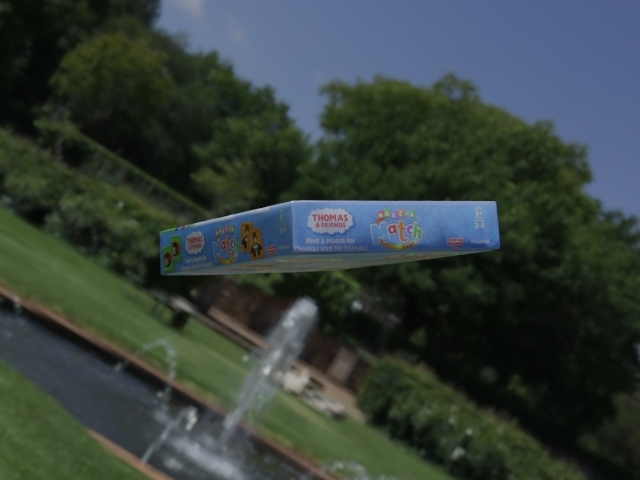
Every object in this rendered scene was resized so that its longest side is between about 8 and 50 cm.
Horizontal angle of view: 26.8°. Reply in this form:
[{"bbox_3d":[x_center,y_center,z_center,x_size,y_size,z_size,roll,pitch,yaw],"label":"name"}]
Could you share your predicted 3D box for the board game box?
[{"bbox_3d":[0.000,0.000,0.955,0.160,0.039,0.211,-1,-4,-30],"label":"board game box"}]
